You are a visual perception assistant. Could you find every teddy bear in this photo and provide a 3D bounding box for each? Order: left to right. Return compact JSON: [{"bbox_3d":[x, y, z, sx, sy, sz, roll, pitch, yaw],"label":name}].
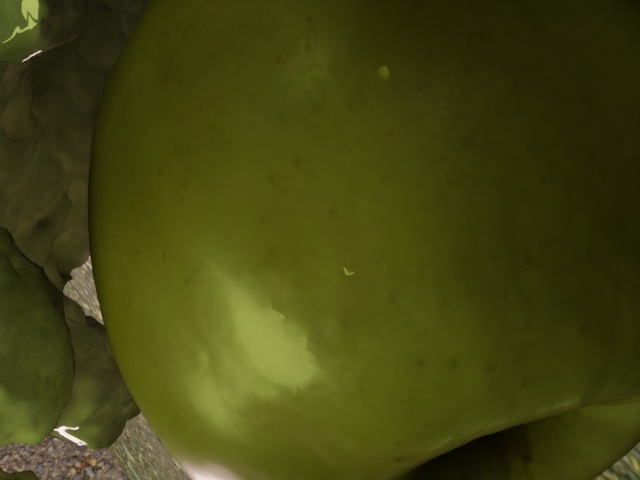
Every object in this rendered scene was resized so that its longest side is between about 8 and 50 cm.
[{"bbox_3d":[-0.110,-0.025,0.791,0.375,0.362,0.327,32,133,41],"label":"teddy bear"}]

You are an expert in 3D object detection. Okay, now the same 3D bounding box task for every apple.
[{"bbox_3d":[0.031,-0.007,0.603,0.262,0.262,0.262,48,162,21],"label":"apple"}]
